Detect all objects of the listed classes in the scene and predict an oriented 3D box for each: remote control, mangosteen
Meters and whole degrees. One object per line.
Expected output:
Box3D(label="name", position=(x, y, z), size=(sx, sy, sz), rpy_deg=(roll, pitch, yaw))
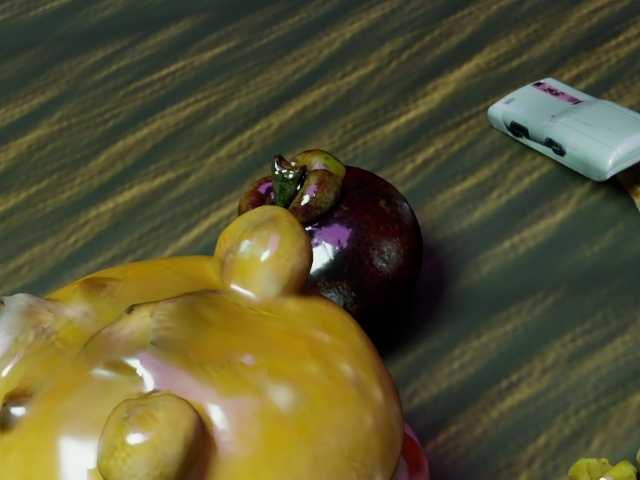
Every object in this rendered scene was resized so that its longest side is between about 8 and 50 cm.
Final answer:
Box3D(label="remote control", position=(0.182, -0.083, 1.260), size=(0.065, 0.029, 0.166), rpy_deg=(-27, 28, -15))
Box3D(label="mangosteen", position=(0.000, 0.000, 1.154), size=(0.140, 0.140, 0.140), rpy_deg=(-5, 42, 5))

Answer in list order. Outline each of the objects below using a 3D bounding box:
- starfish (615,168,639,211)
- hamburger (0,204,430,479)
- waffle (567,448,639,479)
Box3D(label="starfish", position=(0.290, -0.013, 1.186), size=(0.138, 0.050, 0.247), rpy_deg=(-19, 36, -10))
Box3D(label="hamburger", position=(-0.079, 0.124, 0.962), size=(0.276, 0.237, 0.276), rpy_deg=(-5, 39, 4))
Box3D(label="waffle", position=(0.183, 0.218, 0.827), size=(0.254, 0.245, 0.052), rpy_deg=(5, 6, 32))
